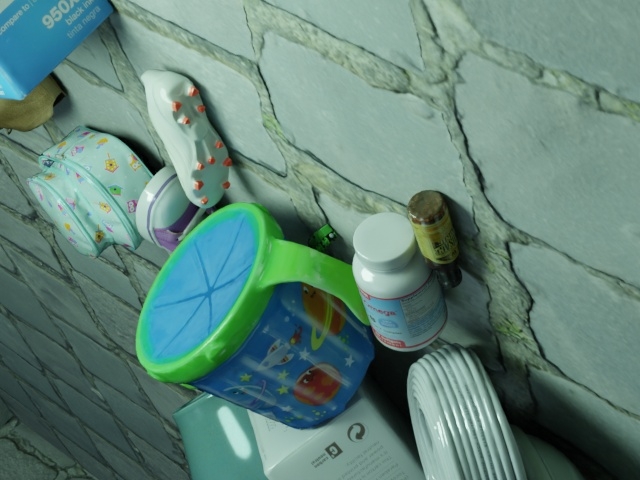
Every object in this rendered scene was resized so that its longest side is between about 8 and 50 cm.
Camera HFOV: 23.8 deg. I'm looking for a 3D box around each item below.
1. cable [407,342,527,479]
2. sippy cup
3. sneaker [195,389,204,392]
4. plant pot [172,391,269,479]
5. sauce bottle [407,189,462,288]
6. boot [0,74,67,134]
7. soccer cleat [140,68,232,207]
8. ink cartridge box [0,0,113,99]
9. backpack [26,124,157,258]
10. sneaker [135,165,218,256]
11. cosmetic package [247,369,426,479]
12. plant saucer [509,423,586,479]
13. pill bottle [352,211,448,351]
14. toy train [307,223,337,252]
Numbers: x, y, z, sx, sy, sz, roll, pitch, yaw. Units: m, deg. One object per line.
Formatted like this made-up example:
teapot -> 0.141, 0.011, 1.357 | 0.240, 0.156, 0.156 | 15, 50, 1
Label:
cable -> 0.168, 0.243, 1.726 | 0.257, 0.089, 0.257 | 78, 175, -48
sippy cup -> -0.065, 0.108, 1.824 | 0.224, 0.240, 0.305 | 36, 176, -29
sneaker -> -0.133, 0.230, 2.428 | 0.217, 0.079, 0.121 | 42, 158, -23
plant pot -> -0.082, 0.317, 2.259 | 0.255, 0.272, 0.272 | 57, 159, 1
sauce bottle -> 0.121, 0.002, 1.556 | 0.042, 0.042, 0.128 | 27, 157, 35
boot -> -0.463, -0.180, 2.122 | 0.115, 0.112, 0.305 | 40, 148, -23
soccer cleat -> -0.157, -0.123, 1.790 | 0.076, 0.068, 0.196 | 32, 150, 39
ink cartridge box -> -0.462, -0.360, 1.719 | 0.285, 0.166, 0.395 | 11, 144, 53
backpack -> -0.293, -0.062, 2.041 | 0.188, 0.144, 0.166 | 5, 132, 54
sneaker -> -0.126, 0.009, 1.951 | 0.161, 0.102, 0.282 | 28, 166, 26
cosmetic package -> 0.103, 0.360, 2.016 | 0.453, 0.161, 0.230 | 51, -175, -21
plant saucer -> 0.311, 0.395, 1.760 | 0.400, 0.101, 0.400 | 163, 90, -88
pill bottle -> 0.083, 0.043, 1.638 | 0.087, 0.087, 0.160 | 29, 155, 33
toy train -> 0.000, 0.000, 1.805 | 0.023, 0.017, 0.083 | 52, 160, 3
